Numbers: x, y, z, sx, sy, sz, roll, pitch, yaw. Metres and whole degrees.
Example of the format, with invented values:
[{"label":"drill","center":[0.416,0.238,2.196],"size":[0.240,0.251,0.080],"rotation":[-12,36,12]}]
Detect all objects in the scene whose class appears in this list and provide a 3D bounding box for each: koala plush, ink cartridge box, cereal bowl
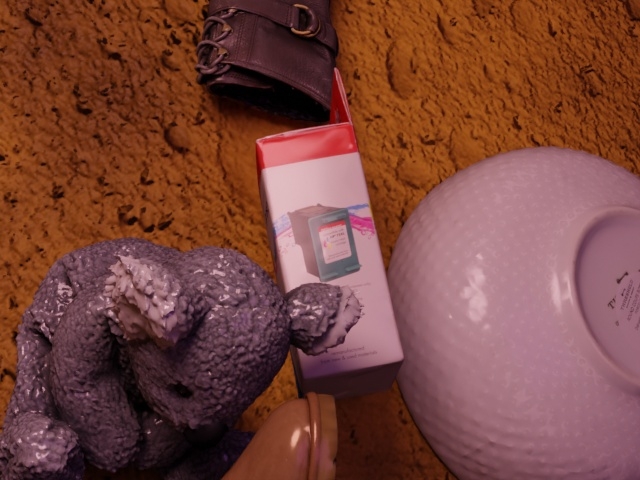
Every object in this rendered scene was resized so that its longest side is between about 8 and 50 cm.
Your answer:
[{"label":"koala plush","center":[-0.096,0.069,0.922],"size":[0.196,0.221,0.203],"rotation":[10,67,-29]},{"label":"ink cartridge box","center":[0.000,0.000,1.055],"size":[0.078,0.134,0.231],"rotation":[-11,75,-5]},{"label":"cereal bowl","center":[0.230,0.066,1.182],"size":[0.339,0.141,0.339],"rotation":[13,64,-28]}]

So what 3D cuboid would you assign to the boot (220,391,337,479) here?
[{"label":"boot","center":[-0.141,0.178,0.832],"size":[0.269,0.089,0.236],"rotation":[14,106,-12]}]

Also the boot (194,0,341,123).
[{"label":"boot","center":[-0.073,-0.226,1.133],"size":[0.263,0.091,0.229],"rotation":[22,61,-26]}]
